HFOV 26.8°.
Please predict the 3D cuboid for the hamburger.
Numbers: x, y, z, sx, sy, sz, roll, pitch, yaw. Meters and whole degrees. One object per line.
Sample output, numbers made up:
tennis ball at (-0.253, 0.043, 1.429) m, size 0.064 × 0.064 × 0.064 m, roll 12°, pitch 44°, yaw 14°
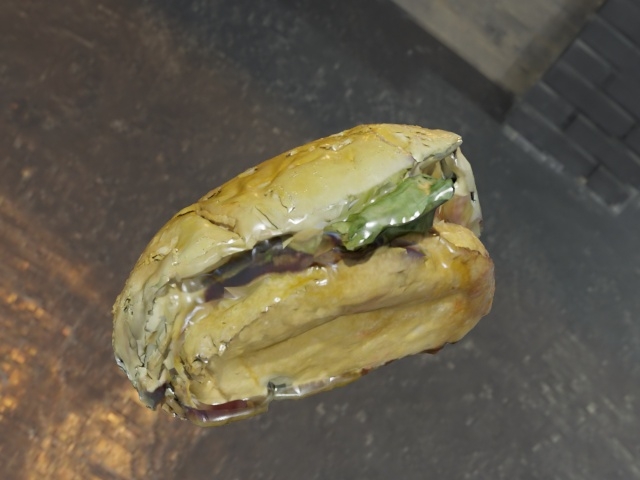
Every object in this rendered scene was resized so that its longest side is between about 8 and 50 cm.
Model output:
hamburger at (0.006, -0.005, 0.518) m, size 0.176 × 0.102 × 0.087 m, roll -12°, pitch 53°, yaw -30°
